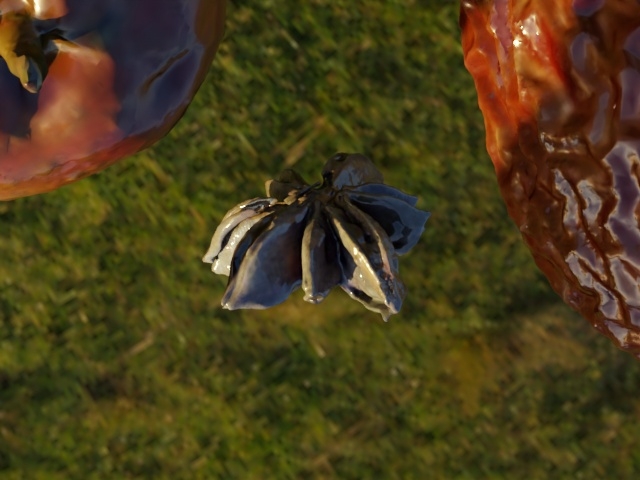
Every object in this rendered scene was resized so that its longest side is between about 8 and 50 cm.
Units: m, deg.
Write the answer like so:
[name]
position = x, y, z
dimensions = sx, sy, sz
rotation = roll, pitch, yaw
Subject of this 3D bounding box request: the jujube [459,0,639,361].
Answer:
[jujube]
position = 0.102, -0.050, 0.511
dimensions = 0.112, 0.176, 0.109
rotation = -15, 161, -20

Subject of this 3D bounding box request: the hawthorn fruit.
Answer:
[hawthorn fruit]
position = -0.174, -0.149, 0.879
dimensions = 0.275, 0.300, 0.275
rotation = -11, 124, -17

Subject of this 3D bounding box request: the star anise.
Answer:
[star anise]
position = 0.000, 0.000, 1.501
dimensions = 0.229, 0.236, 0.093
rotation = -31, 124, -28
